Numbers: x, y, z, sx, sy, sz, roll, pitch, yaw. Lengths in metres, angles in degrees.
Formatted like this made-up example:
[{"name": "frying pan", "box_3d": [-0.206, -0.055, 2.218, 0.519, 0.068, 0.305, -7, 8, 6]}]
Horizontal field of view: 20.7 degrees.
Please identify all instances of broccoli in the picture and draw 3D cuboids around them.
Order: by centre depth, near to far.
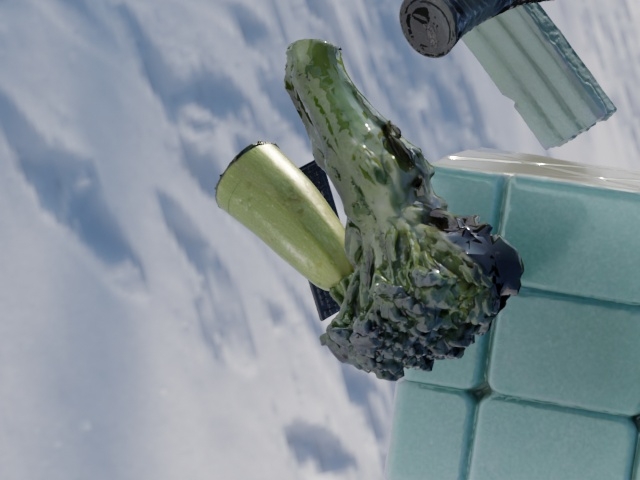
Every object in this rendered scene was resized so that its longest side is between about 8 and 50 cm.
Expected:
[{"name": "broccoli", "box_3d": [0.040, -0.034, 1.404, 0.165, 0.145, 0.304, 115, -41, -56]}]

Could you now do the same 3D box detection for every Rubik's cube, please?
[{"name": "Rubik's cube", "box_3d": [0.258, 0.085, 1.739, 0.319, 0.322, 0.316, -22, 118, -76]}]

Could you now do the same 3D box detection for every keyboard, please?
[{"name": "keyboard", "box_3d": [0.000, 0.000, 2.049, 0.010, 0.064, 0.198, 32, -35, 54]}]

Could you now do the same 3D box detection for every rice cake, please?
[{"name": "rice cake", "box_3d": [0.245, -0.221, 2.106, 0.043, 0.127, 0.237, -39, 95, -40]}]

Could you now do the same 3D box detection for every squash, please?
[{"name": "squash", "box_3d": [-0.015, 0.001, 1.840, 0.224, 0.094, 0.094, 48, 5, 28]}]

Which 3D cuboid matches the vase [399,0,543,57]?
[{"name": "vase", "box_3d": [0.184, -0.279, 1.940, 0.237, 0.115, 0.115, -34, 110, -41]}]
